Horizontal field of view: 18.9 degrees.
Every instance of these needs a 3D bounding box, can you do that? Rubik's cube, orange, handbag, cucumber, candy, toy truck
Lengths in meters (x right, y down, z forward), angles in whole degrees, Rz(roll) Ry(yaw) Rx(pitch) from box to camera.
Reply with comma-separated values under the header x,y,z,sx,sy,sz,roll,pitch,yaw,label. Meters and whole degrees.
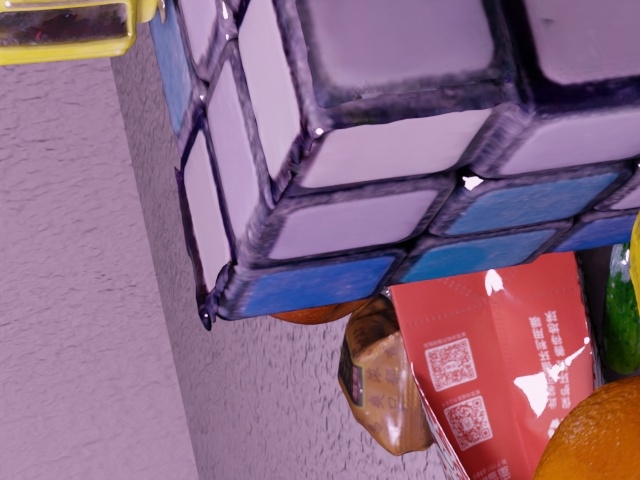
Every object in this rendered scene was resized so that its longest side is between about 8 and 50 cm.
x,y,z,sx,sy,sz,roll,pitch,yaw,label
0.087,-0.179,1.153,0.362,0.359,0.363,116,145,-70,Rubik's cube
0.223,0.180,1.184,0.206,0.206,0.206,170,90,-76,orange
0.144,0.129,1.444,0.171,0.151,0.298,39,-140,-79,handbag
0.222,0.039,1.392,0.037,0.037,0.155,-120,23,-53,cucumber
0.067,0.129,1.945,0.271,0.101,0.143,-134,45,-76,candy
-0.181,-0.216,1.217,0.272,0.124,0.157,-111,19,-46,toy truck

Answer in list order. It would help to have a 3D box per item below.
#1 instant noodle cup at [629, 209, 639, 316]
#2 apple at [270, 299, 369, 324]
x,y,z,sx,sy,sz,roll,pitch,yaw,label
0.263,0.060,0.866,0.264,0.264,0.200,97,167,-49,instant noodle cup
0.000,0.000,1.920,0.162,0.201,0.201,50,155,19,apple
